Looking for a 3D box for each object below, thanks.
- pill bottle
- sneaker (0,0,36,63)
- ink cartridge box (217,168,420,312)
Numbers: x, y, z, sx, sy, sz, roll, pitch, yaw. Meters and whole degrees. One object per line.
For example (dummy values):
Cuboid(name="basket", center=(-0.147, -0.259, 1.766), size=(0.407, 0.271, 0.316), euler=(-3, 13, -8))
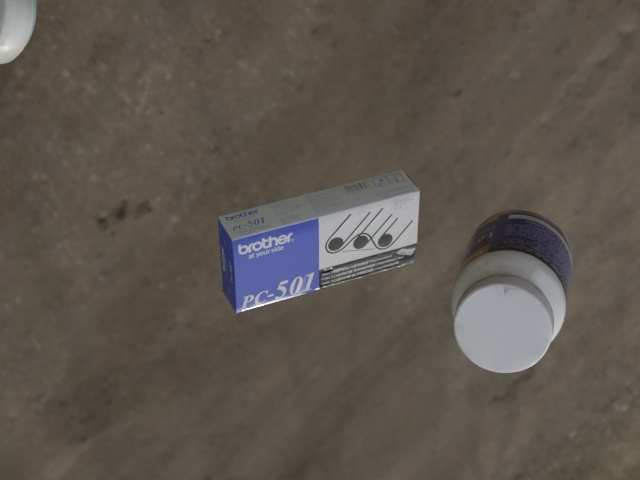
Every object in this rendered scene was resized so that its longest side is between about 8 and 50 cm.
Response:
Cuboid(name="pill bottle", center=(0.257, 0.067, 1.774), size=(0.153, 0.153, 0.265), euler=(-56, 180, 24))
Cuboid(name="sneaker", center=(-0.301, -0.292, 1.240), size=(0.150, 0.366, 0.135), euler=(8, 131, -39))
Cuboid(name="ink cartridge box", center=(0.000, 0.000, 1.359), size=(0.207, 0.046, 0.097), euler=(-15, 130, -18))
